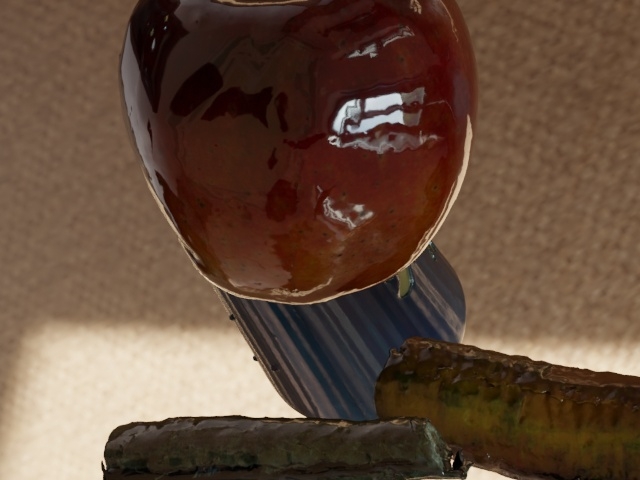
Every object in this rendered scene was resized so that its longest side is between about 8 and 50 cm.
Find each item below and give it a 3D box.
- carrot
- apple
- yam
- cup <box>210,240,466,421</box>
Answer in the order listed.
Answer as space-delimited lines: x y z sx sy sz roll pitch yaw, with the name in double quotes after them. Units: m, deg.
0.150 0.092 0.940 0.260 0.070 0.070 11 111 18 "carrot"
-0.008 -0.050 0.878 0.156 0.147 0.158 -8 122 -5 "apple"
-0.011 0.071 0.673 0.129 0.033 0.027 -6 112 20 "yam"
0.000 0.000 1.156 0.131 0.155 0.176 -14 59 13 "cup"
